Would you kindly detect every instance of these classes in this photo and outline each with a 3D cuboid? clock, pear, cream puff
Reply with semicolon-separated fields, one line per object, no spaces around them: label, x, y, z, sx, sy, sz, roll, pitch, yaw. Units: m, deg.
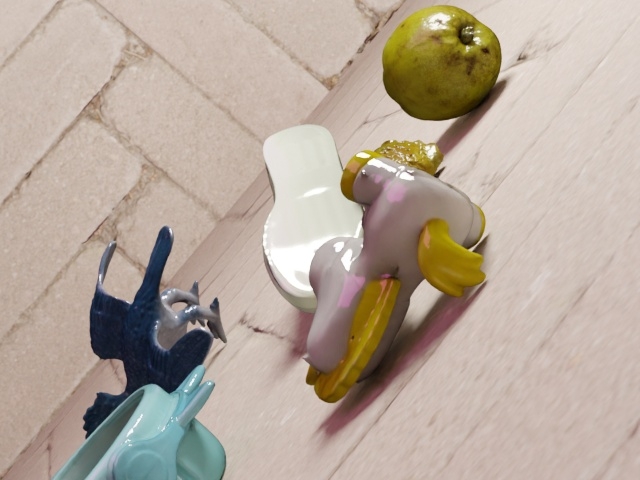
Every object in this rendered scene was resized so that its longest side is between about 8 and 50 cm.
clock;-0.168;0.219;1.215;0.274;0.094;0.223;-48;8;-3
pear;0.113;-0.167;1.422;0.107;0.107;0.131;-55;6;-37
cream puff;0.068;-0.055;1.350;0.083;0.083;0.058;-91;0;-62

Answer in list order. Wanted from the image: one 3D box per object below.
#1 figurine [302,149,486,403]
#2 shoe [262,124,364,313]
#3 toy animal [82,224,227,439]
figurine;0.036;0.028;1.021;0.178;0.109;0.130;-49;29;26
shoe;0.000;0.000;1.394;0.095;0.110;0.265;-11;37;4
toy animal;-0.186;0.111;1.647;0.176;0.255;0.239;-27;37;-30
